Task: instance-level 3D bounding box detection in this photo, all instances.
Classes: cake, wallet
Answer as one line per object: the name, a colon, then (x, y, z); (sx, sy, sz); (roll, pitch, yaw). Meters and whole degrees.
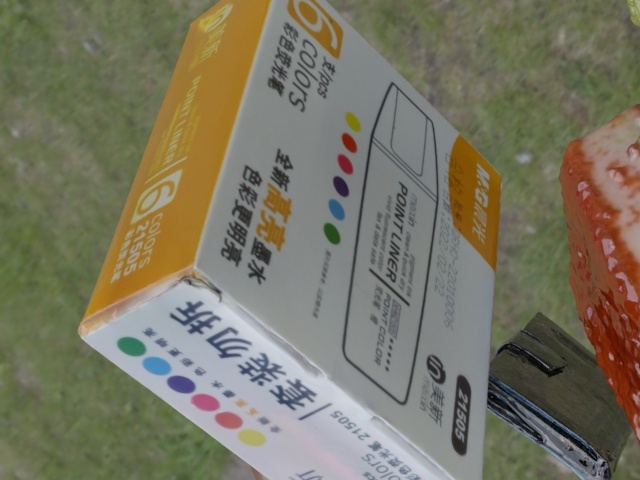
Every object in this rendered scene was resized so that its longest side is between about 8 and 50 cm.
cake: (0.392, 0.010, 1.157); (0.320, 0.270, 0.269); (-20, 134, 0)
wallet: (0.265, 0.163, 1.399); (0.169, 0.317, 0.044); (39, 108, 12)

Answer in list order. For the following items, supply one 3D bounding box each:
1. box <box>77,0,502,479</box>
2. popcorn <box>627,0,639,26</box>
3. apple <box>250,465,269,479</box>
box: (0.000, 0.000, 0.723); (0.091, 0.274, 0.221); (-30, 124, 32)
popcorn: (0.332, -0.258, 1.006); (0.225, 0.174, 0.286); (14, 108, -5)
apple: (0.040, 0.164, 1.143); (0.188, 0.211, 0.211); (31, 139, 2)
